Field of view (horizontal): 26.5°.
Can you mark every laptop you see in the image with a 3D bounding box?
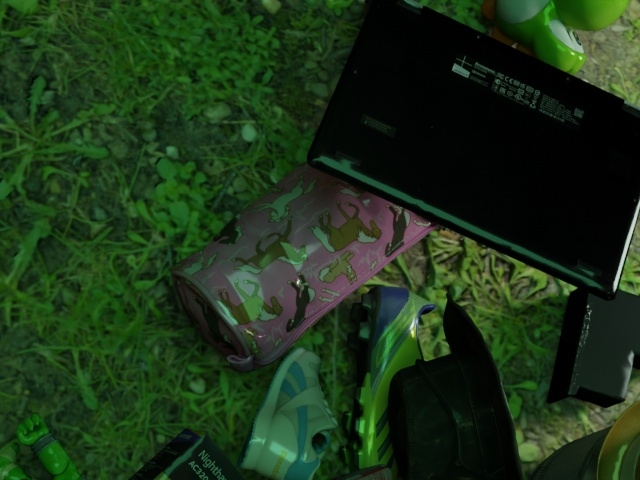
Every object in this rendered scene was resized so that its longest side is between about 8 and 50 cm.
[{"bbox_3d":[0.196,-0.132,1.690,0.382,0.236,0.408,24,62,-4],"label":"laptop"}]

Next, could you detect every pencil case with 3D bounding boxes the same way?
[{"bbox_3d":[0.000,0.000,1.677,0.386,0.167,0.160,-37,123,-20],"label":"pencil case"}]

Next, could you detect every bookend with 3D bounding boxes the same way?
[{"bbox_3d":[0.392,0.153,1.760,0.157,0.072,0.156,17,71,-8],"label":"bookend"}]

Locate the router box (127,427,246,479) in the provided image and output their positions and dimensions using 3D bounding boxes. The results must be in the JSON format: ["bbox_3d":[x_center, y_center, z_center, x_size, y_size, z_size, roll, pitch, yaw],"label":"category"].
[{"bbox_3d":[-0.134,0.404,1.519,0.243,0.081,0.309,-43,103,-20],"label":"router box"}]

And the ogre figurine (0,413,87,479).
[{"bbox_3d":[-0.340,0.309,1.537,0.118,0.097,0.197,31,57,10],"label":"ogre figurine"}]

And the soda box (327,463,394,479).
[{"bbox_3d":[0.063,0.390,1.520,0.083,0.092,0.263,-9,78,-48],"label":"soda box"}]

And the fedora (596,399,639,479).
[{"bbox_3d":[0.386,0.250,1.431,0.194,0.079,0.194,3,73,-11],"label":"fedora"}]

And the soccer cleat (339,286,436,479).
[{"bbox_3d":[0.092,0.196,1.669,0.121,0.093,0.289,9,71,-12],"label":"soccer cleat"}]

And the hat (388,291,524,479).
[{"bbox_3d":[0.149,0.232,1.564,0.134,0.331,0.331,-19,78,-3],"label":"hat"}]

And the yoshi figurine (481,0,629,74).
[{"bbox_3d":[0.300,-0.407,1.846,0.204,0.203,0.362,-19,79,-28],"label":"yoshi figurine"}]

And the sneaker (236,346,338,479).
[{"bbox_3d":[-0.028,0.209,1.597,0.092,0.087,0.228,22,30,1],"label":"sneaker"}]

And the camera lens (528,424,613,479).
[{"bbox_3d":[0.366,0.327,1.593,0.219,0.274,0.219,4,72,-12],"label":"camera lens"}]
